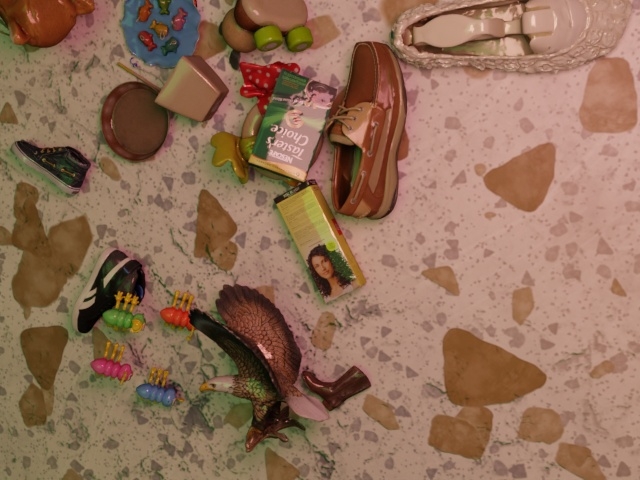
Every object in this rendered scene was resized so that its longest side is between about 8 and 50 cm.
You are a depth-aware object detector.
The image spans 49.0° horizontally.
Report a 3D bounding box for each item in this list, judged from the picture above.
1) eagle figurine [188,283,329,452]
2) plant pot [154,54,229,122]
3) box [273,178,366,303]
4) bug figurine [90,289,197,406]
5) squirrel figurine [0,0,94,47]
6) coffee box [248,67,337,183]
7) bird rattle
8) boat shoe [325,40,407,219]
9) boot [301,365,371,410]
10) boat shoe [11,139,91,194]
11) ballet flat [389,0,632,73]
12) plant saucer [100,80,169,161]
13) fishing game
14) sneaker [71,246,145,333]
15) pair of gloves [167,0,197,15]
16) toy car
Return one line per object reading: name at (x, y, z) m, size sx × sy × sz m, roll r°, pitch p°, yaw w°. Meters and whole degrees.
eagle figurine at (-0.130, 0.241, 1.351) m, size 0.226 × 0.225 × 0.298 m, roll 2°, pitch 101°, yaw 58°
plant pot at (-0.248, -0.296, 1.404) m, size 0.096 × 0.109 × 0.109 m, roll 36°, pitch 107°, yaw -2°
box at (0.000, 0.000, 1.381) m, size 0.087 × 0.058 × 0.232 m, roll -28°, pitch 87°, yaw 19°
bug figurine at (-0.372, 0.237, 1.504) m, size 0.216 × 0.072 × 0.279 m, roll 16°, pitch 106°, yaw -12°
squirrel figurine at (-0.612, -0.568, 1.353) m, size 0.370 × 0.281 × 0.397 m, roll 59°, pitch 148°, yaw -4°
coffee box at (-0.050, -0.206, 1.279) m, size 0.113 × 0.040 × 0.184 m, roll 21°, pitch 90°, yaw -4°
bird rattle at (-0.087, -0.216, 1.356) m, size 0.207 × 0.143 × 0.253 m, roll 31°, pitch 93°, yaw 13°
boat shoe at (0.076, -0.195, 1.275) m, size 0.122 × 0.120 × 0.324 m, roll 11°, pitch 103°, yaw 56°
boot at (0.034, 0.278, 1.418) m, size 0.114 × 0.037 × 0.106 m, roll -38°, pitch 98°, yaw 22°
boat shoe at (-0.591, -0.186, 1.554) m, size 0.183 × 0.065 × 0.083 m, roll 35°, pitch 105°, yaw 4°
ballet flat at (0.312, -0.352, 1.191) m, size 0.409 × 0.147 × 0.147 m, roll -2°, pitch 97°, yaw 18°
plant saucer at (-0.389, -0.252, 1.493) m, size 0.168 × 0.029 × 0.168 m, roll 2°, pitch 98°, yaw 17°
fishing game at (-0.332, -0.446, 1.435) m, size 0.189 × 0.041 × 0.264 m, roll 37°, pitch 112°, yaw 8°
sneaker at (-0.459, 0.134, 1.541) m, size 0.121 × 0.079 × 0.217 m, roll 30°, pitch 105°, yaw 12°
pair of gloves at (-0.287, -0.503, 1.434) m, size 0.074 × 0.010 × 0.083 m, roll -4°, pitch 94°, yaw 22°
toy car at (-0.129, -0.411, 1.354) m, size 0.188 × 0.149 × 0.155 m, roll -25°, pitch 81°, yaw 47°
